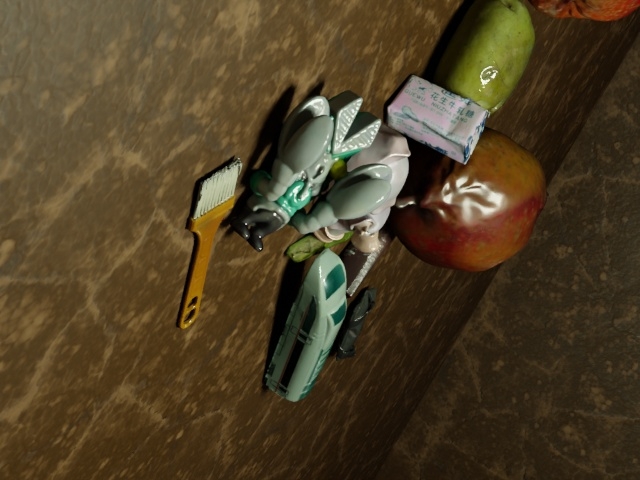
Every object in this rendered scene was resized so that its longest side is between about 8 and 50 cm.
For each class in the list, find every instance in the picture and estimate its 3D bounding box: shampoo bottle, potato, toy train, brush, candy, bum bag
[{"bbox_3d":[0.060,0.058,2.137,0.236,0.067,0.068,-53,171,-12],"label":"shampoo bottle"},{"bbox_3d":[0.290,-0.319,1.974,0.228,0.149,0.197,-60,-174,-9],"label":"potato"},{"bbox_3d":[-0.015,0.162,2.023,0.086,0.088,0.407,-42,163,-35],"label":"toy train"},{"bbox_3d":[-0.168,0.018,1.569,0.090,0.017,0.314,-36,153,-42],"label":"brush"},{"bbox_3d":[0.201,-0.211,1.905,0.092,0.160,0.073,-56,167,-24],"label":"candy"},{"bbox_3d":[0.078,0.191,2.440,0.087,0.049,0.197,-40,156,-54],"label":"bum bag"}]

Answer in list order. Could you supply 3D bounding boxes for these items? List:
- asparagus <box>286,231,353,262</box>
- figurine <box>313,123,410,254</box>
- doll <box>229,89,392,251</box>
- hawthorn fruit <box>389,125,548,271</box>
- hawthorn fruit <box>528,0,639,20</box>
[{"bbox_3d":[0.000,0.000,1.928,0.178,0.045,0.041,-26,111,-57],"label":"asparagus"},{"bbox_3d":[0.066,-0.085,1.808,0.200,0.133,0.276,-48,161,-37],"label":"figurine"},{"bbox_3d":[0.000,-0.088,1.591,0.195,0.153,0.258,8,112,-40],"label":"doll"},{"bbox_3d":[0.269,-0.090,2.091,0.308,0.308,0.325,-53,153,-13],"label":"hawthorn fruit"},{"bbox_3d":[0.471,-0.530,1.914,0.275,0.275,0.299,-5,116,-68],"label":"hawthorn fruit"}]
